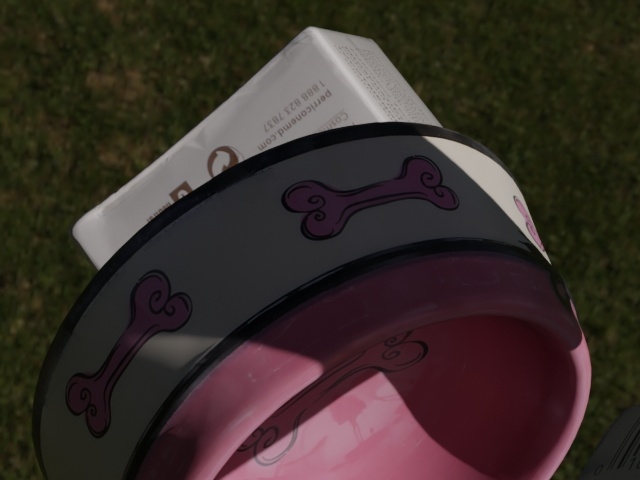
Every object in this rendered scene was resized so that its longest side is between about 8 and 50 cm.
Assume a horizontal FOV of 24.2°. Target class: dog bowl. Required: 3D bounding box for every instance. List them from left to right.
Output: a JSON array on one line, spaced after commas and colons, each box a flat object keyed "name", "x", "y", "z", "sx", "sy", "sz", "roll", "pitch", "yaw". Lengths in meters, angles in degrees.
[{"name": "dog bowl", "x": 0.013, "y": 0.123, "z": 1.059, "sx": 0.408, "sy": 0.408, "sz": 0.150, "roll": -9, "pitch": 43, "yaw": -29}]

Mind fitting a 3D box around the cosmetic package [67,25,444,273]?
[{"name": "cosmetic package", "x": 0.000, "y": 0.000, "z": 1.609, "sx": 0.327, "sy": 0.329, "sz": 0.393, "roll": 52, "pitch": 12, "yaw": 2}]

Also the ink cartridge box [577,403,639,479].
[{"name": "ink cartridge box", "x": 0.308, "y": 0.167, "z": 0.536, "sx": 0.330, "sy": 0.324, "sz": 0.071, "roll": 47, "pitch": 55, "yaw": -14}]
